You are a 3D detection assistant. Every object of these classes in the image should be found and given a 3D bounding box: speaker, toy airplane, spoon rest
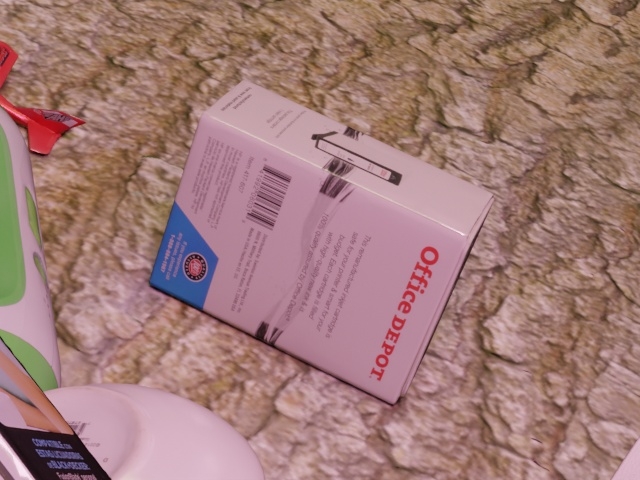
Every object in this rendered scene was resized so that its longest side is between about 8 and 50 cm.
[{"bbox_3d":[-0.232,0.019,0.927,0.131,0.131,0.296,7,34,-21],"label":"speaker"},{"bbox_3d":[-0.259,-0.113,1.211,0.151,0.028,0.151,14,33,-9],"label":"toy airplane"},{"bbox_3d":[-0.154,0.107,0.599,0.276,0.084,0.137,3,37,17],"label":"spoon rest"}]

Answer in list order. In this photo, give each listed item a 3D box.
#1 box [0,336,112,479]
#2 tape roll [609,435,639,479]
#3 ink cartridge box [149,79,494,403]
[{"bbox_3d":[-0.199,0.061,0.503,0.290,0.169,0.087,50,1,14],"label":"box"},{"bbox_3d":[0.228,0.190,0.806,0.169,0.246,0.246,33,33,20],"label":"tape roll"},{"bbox_3d":[0.000,0.000,1.067,0.203,0.148,0.086,26,30,8],"label":"ink cartridge box"}]
